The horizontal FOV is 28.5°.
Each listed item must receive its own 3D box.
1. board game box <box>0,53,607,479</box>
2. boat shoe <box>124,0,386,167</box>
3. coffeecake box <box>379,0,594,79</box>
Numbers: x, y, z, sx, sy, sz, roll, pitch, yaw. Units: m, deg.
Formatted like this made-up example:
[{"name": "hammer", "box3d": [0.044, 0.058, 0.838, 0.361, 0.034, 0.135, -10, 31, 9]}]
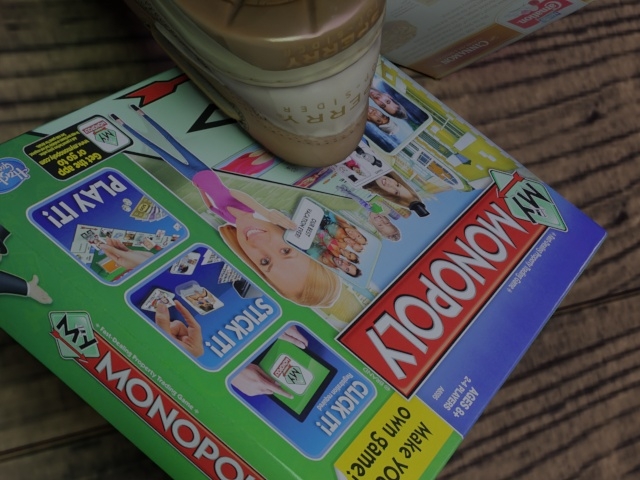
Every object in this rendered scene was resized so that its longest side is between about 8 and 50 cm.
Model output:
[{"name": "board game box", "box3d": [0.000, 0.000, 0.589, 0.213, 0.046, 0.317, 39, 33, 8]}, {"name": "boat shoe", "box3d": [-0.081, -0.173, 0.612, 0.121, 0.110, 0.341, -24, 58, -11]}, {"name": "coffeecake box", "box3d": [0.043, -0.169, 0.718, 0.185, 0.142, 0.068, 16, 68, -32]}]
